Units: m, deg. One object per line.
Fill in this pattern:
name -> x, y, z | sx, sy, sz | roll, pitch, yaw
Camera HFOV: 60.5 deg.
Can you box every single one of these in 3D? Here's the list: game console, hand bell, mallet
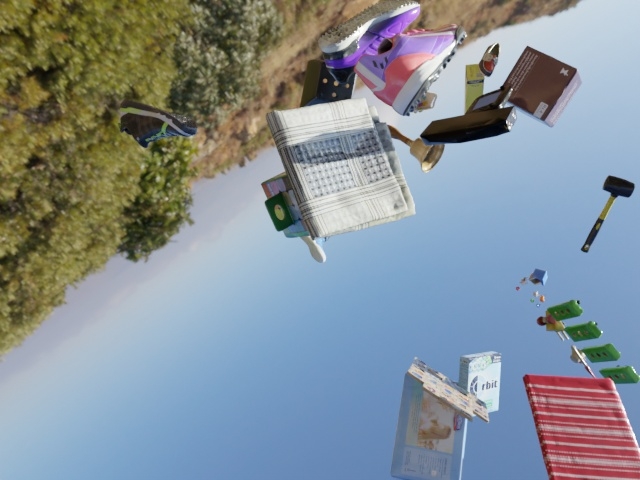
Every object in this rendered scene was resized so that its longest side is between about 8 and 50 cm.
game console -> 0.406, -0.331, 1.430 | 0.213, 0.044, 0.361 | -4, -153, 31
hand bell -> 0.303, -0.353, 1.934 | 0.126, 0.242, 0.126 | -37, 149, -27
mallet -> 0.640, -0.061, 1.262 | 0.189, 0.062, 0.039 | -66, 171, 26

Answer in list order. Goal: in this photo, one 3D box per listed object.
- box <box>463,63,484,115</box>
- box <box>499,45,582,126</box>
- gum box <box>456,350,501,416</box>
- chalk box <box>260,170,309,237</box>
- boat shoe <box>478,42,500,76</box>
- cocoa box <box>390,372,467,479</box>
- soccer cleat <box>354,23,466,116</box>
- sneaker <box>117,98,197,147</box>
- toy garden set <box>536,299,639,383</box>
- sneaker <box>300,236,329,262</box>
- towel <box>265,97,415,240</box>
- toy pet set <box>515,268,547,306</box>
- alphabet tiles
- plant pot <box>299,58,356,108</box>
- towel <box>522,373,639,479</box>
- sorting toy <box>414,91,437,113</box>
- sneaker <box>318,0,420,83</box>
box -> 0.510, -0.468, 1.834 | 0.058, 0.232, 0.087 | -2, -128, 10
box -> 0.672, -0.464, 1.678 | 0.203, 0.167, 0.168 | -8, 131, -61
gum box -> 0.498, 0.450, 1.723 | 0.157, 0.184, 0.041 | 1, -176, -34
chalk box -> -0.031, -0.120, 1.512 | 0.289, 0.180, 0.179 | -29, -168, -29
boat shoe -> 0.496, -0.527, 1.599 | 0.043, 0.049, 0.137 | -45, -164, 51
cocoa box -> 0.382, 0.665, 1.898 | 0.228, 0.232, 0.347 | 67, 33, -62
soccer cleat -> 0.163, -0.324, 0.949 | 0.318, 0.116, 0.108 | -54, 178, -46
sneaker -> -0.384, -0.259, 1.287 | 0.084, 0.235, 0.097 | -1, 110, -59
toy garden set -> 0.693, 0.262, 1.439 | 0.049, 0.244, 0.204 | -35, 171, -14
sneaker -> 0.000, -0.001, 1.609 | 0.085, 0.058, 0.152 | -16, -135, -23
towel -> 0.063, -0.176, 1.277 | 0.324, 0.312, 0.056 | -15, 171, -34
toy pet set -> 0.845, 0.176, 2.136 | 0.114, 0.122, 0.065 | -55, -175, -25
alphabet tiles -> 0.286, 0.338, 1.228 | 0.009, 0.198, 0.237 | -59, 166, 6
plant pot -> 0.040, -0.544, 1.951 | 0.167, 0.188, 0.188 | -138, -122, -79
towel -> 0.518, 0.388, 1.074 | 0.031, 0.199, 0.274 | 96, -3, -47
sorting toy -> 0.323, -0.428, 1.701 | 0.075, 0.045, 0.083 | 8, -108, 41
sneaker -> 0.130, -0.488, 1.368 | 0.293, 0.146, 0.102 | -34, -141, -16
